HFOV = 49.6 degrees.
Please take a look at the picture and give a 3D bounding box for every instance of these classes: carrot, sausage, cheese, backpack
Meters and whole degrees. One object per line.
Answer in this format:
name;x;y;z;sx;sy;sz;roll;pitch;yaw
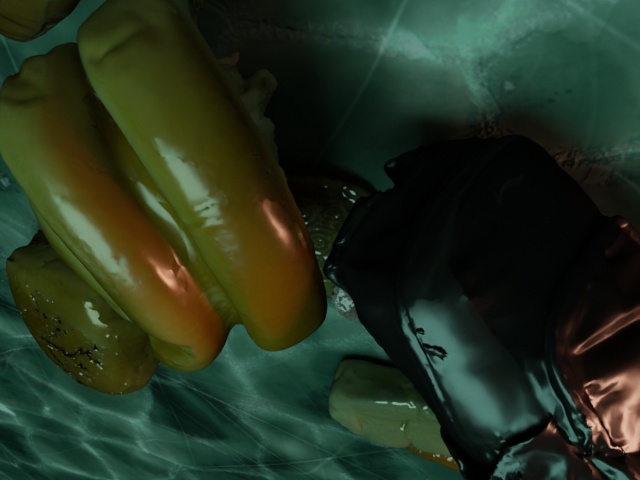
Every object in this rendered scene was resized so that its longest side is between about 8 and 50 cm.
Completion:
carrot;0.233;0.385;1.258;0.205;0.072;0.072;6;138;23
sausage;-0.296;-0.274;0.676;0.241;0.120;0.136;13;135;61
cheese;0.136;0.278;1.163;0.263;0.093;0.159;4;134;24
backpack;0.213;0.091;0.727;0.446;0.363;0.255;53;143;-10

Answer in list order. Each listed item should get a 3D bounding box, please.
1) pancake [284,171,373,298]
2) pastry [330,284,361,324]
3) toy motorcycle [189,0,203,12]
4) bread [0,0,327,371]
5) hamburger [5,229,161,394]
pancake;0.000;-0.001;0.955;0.250;0.031;0.250;14;142;11
pastry;0.133;0.079;0.903;0.265;0.112;0.103;26;111;-19
toy motorcycle;-0.159;-0.309;0.655;0.106;0.074;0.190;10;140;3
bread;-0.142;-0.048;0.710;0.245;0.329;0.424;-15;146;3
hamburger;-0.390;0.118;1.182;0.284;0.174;0.304;22;136;20
